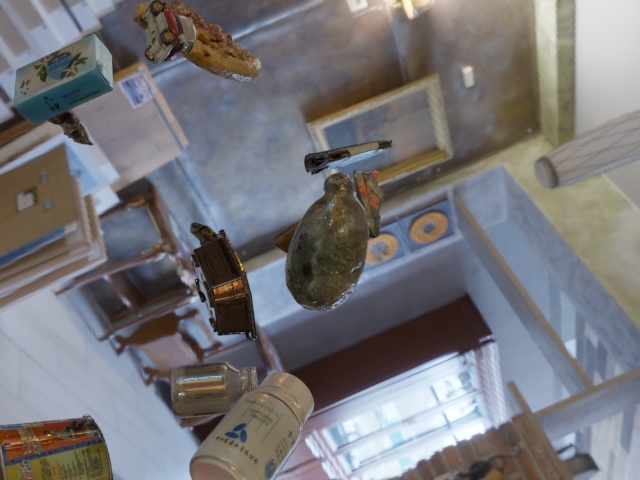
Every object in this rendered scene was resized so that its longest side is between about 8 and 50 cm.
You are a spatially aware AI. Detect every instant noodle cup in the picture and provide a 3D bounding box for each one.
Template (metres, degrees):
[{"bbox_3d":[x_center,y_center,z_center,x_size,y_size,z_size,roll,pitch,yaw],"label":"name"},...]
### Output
[{"bbox_3d":[-0.578,0.501,1.376,0.296,0.214,0.296,7,-80,51],"label":"instant noodle cup"}]

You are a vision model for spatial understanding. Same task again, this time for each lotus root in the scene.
[{"bbox_3d":[0.018,0.019,1.460,0.175,0.175,0.349,-114,-148,-54],"label":"lotus root"}]

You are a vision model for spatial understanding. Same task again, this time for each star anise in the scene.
[{"bbox_3d":[-0.698,-0.324,1.794,0.195,0.065,0.182,22,-21,48],"label":"star anise"}]

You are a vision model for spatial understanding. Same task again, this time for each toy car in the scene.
[{"bbox_3d":[-0.339,-0.477,1.499,0.112,0.112,0.139,-16,-93,53],"label":"toy car"}]

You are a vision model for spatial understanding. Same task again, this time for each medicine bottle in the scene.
[{"bbox_3d":[-0.139,0.429,1.430,0.293,0.170,0.170,-47,119,-51],"label":"medicine bottle"},{"bbox_3d":[-0.272,0.384,1.708,0.135,0.216,0.134,176,-90,-84],"label":"medicine bottle"}]

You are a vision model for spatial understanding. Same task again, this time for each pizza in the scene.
[{"bbox_3d":[-0.323,-0.531,1.742,0.409,0.114,0.277,22,24,-44],"label":"pizza"}]

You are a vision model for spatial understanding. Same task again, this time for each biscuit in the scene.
[{"bbox_3d":[0.000,0.001,2.077,0.278,0.302,0.043,95,-14,-52],"label":"biscuit"}]

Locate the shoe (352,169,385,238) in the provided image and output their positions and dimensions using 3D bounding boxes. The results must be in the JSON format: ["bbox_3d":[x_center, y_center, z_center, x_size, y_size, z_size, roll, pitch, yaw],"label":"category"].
[{"bbox_3d":[0.143,-0.103,1.784,0.074,0.077,0.194,99,-23,-83],"label":"shoe"}]

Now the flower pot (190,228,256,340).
[{"bbox_3d":[-0.212,0.101,1.388,0.251,0.084,0.178,-126,-152,-53],"label":"flower pot"}]

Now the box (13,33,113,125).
[{"bbox_3d":[-0.634,-0.397,1.622,0.083,0.232,0.142,60,12,-54],"label":"box"}]

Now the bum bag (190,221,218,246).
[{"bbox_3d":[-0.365,0.034,2.161,0.107,0.060,0.232,23,-37,24],"label":"bum bag"}]

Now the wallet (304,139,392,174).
[{"bbox_3d":[0.083,-0.269,2.084,0.262,0.221,0.071,179,-101,-73],"label":"wallet"}]
